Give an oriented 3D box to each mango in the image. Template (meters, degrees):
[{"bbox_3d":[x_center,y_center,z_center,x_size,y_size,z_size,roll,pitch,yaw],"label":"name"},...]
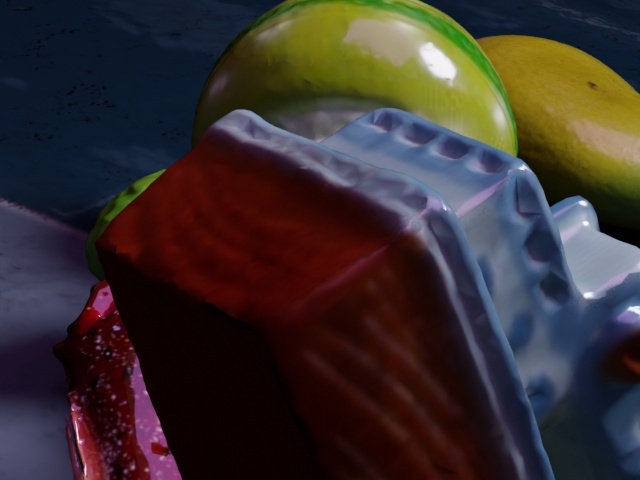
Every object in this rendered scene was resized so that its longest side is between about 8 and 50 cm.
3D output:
[{"bbox_3d":[0.175,-0.075,1.331,0.137,0.091,0.237,-9,30,-28],"label":"mango"}]

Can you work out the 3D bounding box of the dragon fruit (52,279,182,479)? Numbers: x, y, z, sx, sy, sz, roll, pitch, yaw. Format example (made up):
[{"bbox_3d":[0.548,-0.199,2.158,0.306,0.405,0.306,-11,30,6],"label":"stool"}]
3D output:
[{"bbox_3d":[-0.006,0.100,0.776,0.189,0.163,0.262,46,31,-40],"label":"dragon fruit"}]

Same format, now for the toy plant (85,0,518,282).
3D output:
[{"bbox_3d":[0.000,0.000,0.992,0.224,0.184,0.316,28,32,-9],"label":"toy plant"}]

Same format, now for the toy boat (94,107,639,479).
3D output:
[{"bbox_3d":[0.058,0.110,0.577,0.133,0.332,0.145,-31,29,-22],"label":"toy boat"}]
